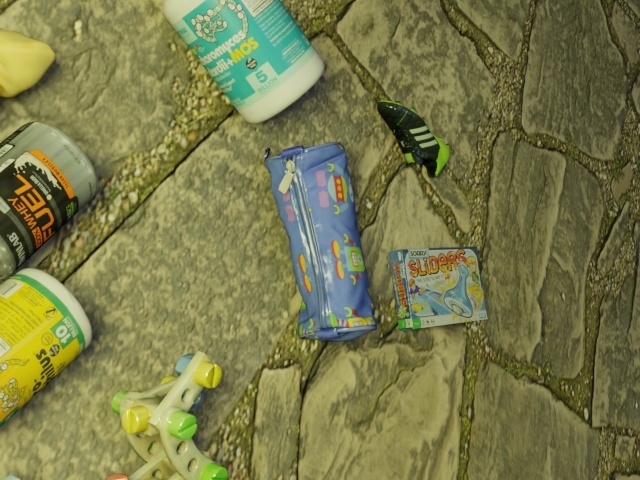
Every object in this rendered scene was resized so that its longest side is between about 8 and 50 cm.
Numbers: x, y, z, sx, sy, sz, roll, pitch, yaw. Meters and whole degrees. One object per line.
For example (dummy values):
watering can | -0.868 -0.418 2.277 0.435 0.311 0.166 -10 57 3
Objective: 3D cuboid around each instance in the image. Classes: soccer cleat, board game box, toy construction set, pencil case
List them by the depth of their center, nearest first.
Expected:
toy construction set | -0.240 0.278 0.908 0.327 0.151 0.215 -23 119 -34
pencil case | 0.000 0.000 1.201 0.133 0.119 0.306 -1 79 -65
board game box | 0.208 0.081 1.419 0.201 0.035 0.136 -2 81 -41
soccer cleat | 0.162 -0.179 1.430 0.179 0.060 0.072 36 71 -29

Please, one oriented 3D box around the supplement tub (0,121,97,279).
supplement tub | -0.353 -0.037 0.910 0.117 0.117 0.190 51 52 -20

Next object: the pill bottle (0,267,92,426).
pill bottle | -0.356 0.134 0.865 0.208 0.117 0.118 -46 110 -38

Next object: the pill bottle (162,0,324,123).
pill bottle | -0.123 -0.309 1.155 0.264 0.146 0.146 52 52 -18

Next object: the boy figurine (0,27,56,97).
boy figurine | -0.435 -0.190 0.895 0.285 0.092 0.177 -29 99 -42
